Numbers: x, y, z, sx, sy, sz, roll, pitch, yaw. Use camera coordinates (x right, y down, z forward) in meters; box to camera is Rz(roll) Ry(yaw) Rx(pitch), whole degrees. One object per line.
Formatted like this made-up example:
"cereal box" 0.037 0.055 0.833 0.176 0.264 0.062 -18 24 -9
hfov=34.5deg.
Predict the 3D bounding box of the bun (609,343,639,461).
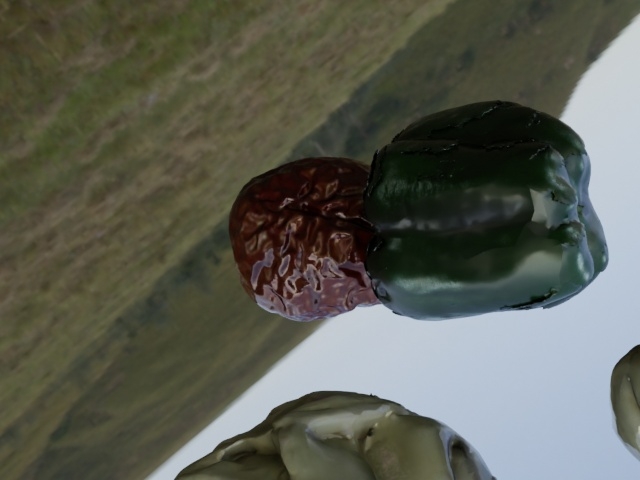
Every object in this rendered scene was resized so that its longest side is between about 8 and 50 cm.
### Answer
"bun" 0.268 0.111 0.629 0.183 0.183 0.102 -33 -135 32

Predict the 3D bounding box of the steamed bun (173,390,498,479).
"steamed bun" 0.049 0.238 0.821 0.207 0.268 0.280 -32 172 19

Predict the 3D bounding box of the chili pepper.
"chili pepper" 0.191 -0.021 1.189 0.257 0.248 0.233 -4 -156 31

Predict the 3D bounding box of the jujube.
"jujube" 0.000 0.000 1.348 0.232 0.213 0.213 -10 -170 5
